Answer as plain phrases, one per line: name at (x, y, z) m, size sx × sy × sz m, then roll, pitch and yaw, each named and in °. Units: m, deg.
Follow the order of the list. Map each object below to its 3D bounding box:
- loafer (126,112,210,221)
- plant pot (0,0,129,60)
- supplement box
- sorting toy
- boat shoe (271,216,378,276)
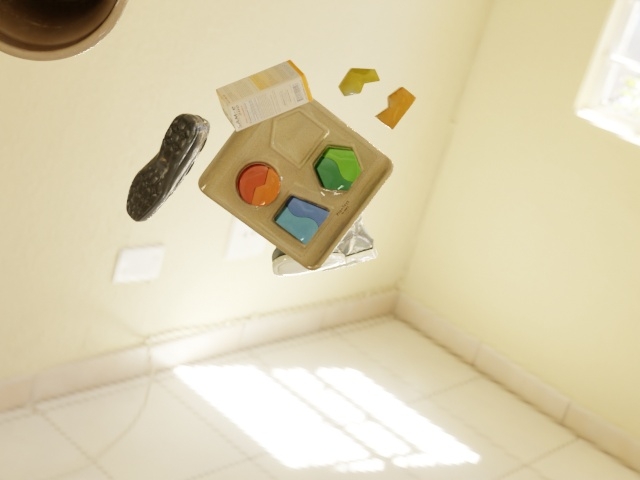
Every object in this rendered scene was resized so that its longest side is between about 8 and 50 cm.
loafer at (-0.264, -0.124, 2.046) m, size 0.076 × 0.223 × 0.078 m, roll 43°, pitch 20°, yaw 24°
plant pot at (-0.376, -0.394, 1.637) m, size 0.263 × 0.263 × 0.229 m, roll 15°, pitch 14°, yaw -3°
supplement box at (-0.066, -0.170, 1.359) m, size 0.098 × 0.036 × 0.062 m, roll -23°, pitch 31°, yaw -7°
sorting toy at (-0.005, -0.135, 1.733) m, size 0.229 × 0.307 × 0.041 m, roll 37°, pitch 2°, yaw -13°
boat shoe at (0.000, 0.000, 1.966) m, size 0.116 × 0.099 × 0.319 m, roll -16°, pitch -5°, yaw 26°
